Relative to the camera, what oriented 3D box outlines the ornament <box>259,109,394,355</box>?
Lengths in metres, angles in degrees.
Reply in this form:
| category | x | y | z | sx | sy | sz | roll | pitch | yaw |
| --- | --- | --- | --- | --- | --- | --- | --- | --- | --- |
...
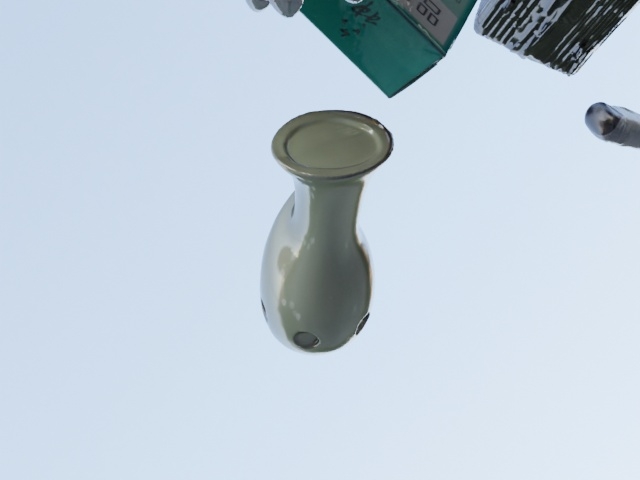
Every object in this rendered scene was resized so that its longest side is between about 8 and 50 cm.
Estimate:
| category | x | y | z | sx | sy | sz | roll | pitch | yaw |
| --- | --- | --- | --- | --- | --- | --- | --- | --- | --- |
| ornament | 0.000 | 0.000 | 0.910 | 0.075 | 0.081 | 0.156 | -14 | -45 | -20 |

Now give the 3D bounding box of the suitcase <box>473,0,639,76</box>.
| category | x | y | z | sx | sy | sz | roll | pitch | yaw |
| --- | --- | --- | --- | --- | --- | --- | --- | --- | --- |
| suitcase | 0.300 | -0.358 | 1.634 | 0.229 | 0.152 | 0.335 | -67 | 6 | -24 |

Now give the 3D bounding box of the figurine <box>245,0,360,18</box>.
| category | x | y | z | sx | sy | sz | roll | pitch | yaw |
| --- | --- | --- | --- | --- | --- | --- | --- | --- | --- |
| figurine | -0.014 | -0.322 | 0.868 | 0.203 | 0.248 | 0.380 | -6 | -85 | -21 |

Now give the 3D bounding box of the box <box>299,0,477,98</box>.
| category | x | y | z | sx | sy | sz | roll | pitch | yaw |
| --- | --- | --- | --- | --- | --- | --- | --- | --- | --- |
| box | 0.035 | -0.282 | 1.494 | 0.245 | 0.153 | 0.092 | 43 | -45 | -12 |

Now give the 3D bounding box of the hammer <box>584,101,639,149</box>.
| category | x | y | z | sx | sy | sz | roll | pitch | yaw |
| --- | --- | --- | --- | --- | --- | --- | --- | --- | --- |
| hammer | 0.410 | -0.069 | 1.403 | 0.427 | 0.152 | 0.044 | 13 | -64 | -28 |
